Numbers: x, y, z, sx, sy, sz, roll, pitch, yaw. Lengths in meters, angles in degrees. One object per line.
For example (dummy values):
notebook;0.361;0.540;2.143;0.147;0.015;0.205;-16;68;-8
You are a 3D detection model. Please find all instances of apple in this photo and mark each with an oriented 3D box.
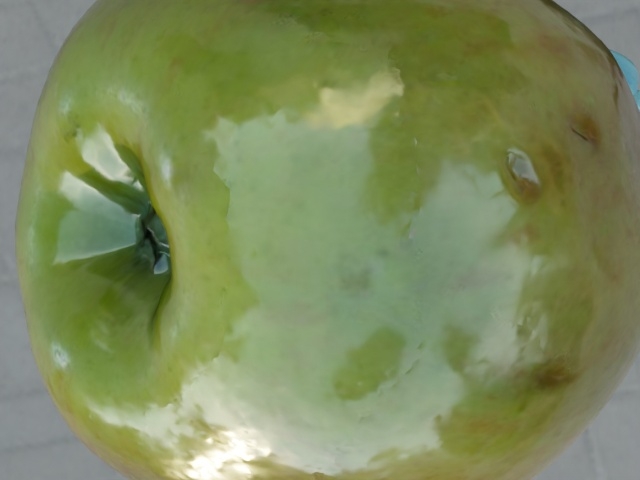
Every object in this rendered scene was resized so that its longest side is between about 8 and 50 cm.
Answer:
apple;0.000;0.000;0.803;0.338;0.305;0.339;4;97;35

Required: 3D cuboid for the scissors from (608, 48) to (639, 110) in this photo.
scissors;0.070;-0.115;1.377;0.447;0.029;0.192;-2;161;27
